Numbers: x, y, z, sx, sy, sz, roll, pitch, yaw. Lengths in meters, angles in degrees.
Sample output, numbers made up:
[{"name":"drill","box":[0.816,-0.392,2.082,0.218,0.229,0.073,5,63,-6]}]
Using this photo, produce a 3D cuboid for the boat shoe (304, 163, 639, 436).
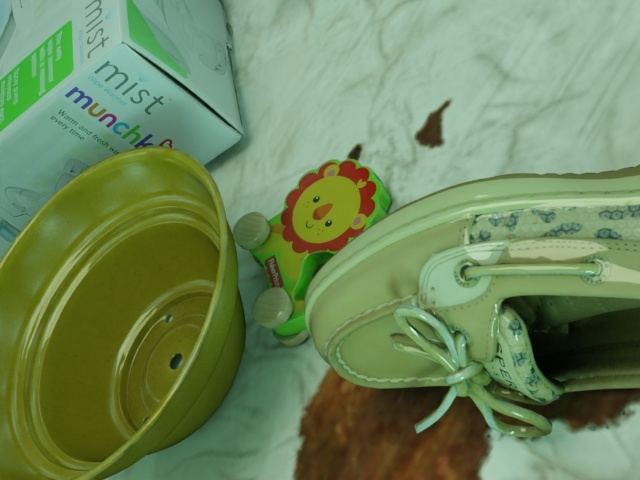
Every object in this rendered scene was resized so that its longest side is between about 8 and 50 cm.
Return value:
[{"name":"boat shoe","box":[0.113,0.028,0.437,0.285,0.104,0.089,-17,50,31]}]

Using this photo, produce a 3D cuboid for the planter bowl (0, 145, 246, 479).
[{"name":"planter bowl","box":[-0.112,0.059,0.620,0.217,0.090,0.217,-21,52,29]}]

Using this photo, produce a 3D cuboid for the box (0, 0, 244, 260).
[{"name":"box","box":[-0.192,-0.133,0.793,0.231,0.127,0.262,-33,45,23]}]

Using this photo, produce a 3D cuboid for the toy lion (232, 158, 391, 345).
[{"name":"toy lion","box":[0.000,0.000,0.610,0.096,0.034,0.100,-29,47,13]}]
